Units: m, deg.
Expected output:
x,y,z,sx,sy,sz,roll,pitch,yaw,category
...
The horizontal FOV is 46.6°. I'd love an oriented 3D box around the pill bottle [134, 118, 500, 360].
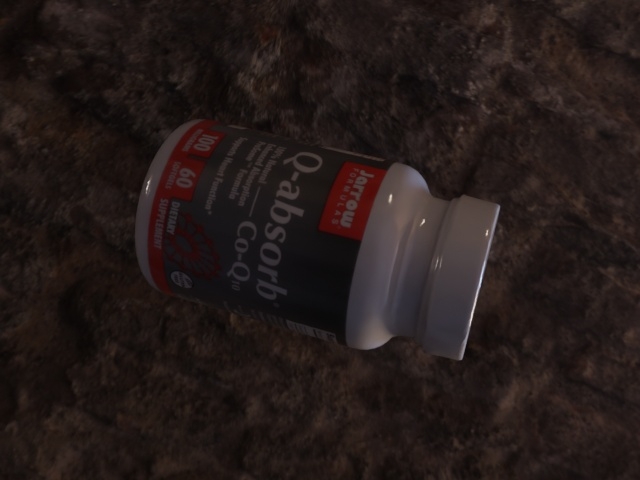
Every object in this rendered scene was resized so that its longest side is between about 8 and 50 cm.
x,y,z,sx,sy,sz,roll,pitch,yaw,category
0.000,0.000,0.828,0.362,0.210,0.210,14,-71,14,pill bottle
